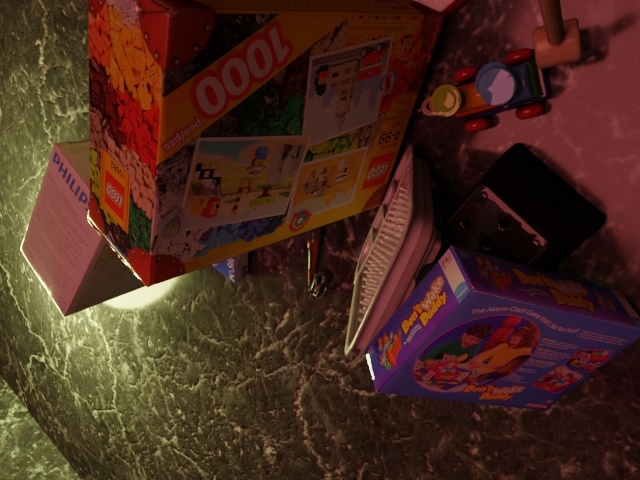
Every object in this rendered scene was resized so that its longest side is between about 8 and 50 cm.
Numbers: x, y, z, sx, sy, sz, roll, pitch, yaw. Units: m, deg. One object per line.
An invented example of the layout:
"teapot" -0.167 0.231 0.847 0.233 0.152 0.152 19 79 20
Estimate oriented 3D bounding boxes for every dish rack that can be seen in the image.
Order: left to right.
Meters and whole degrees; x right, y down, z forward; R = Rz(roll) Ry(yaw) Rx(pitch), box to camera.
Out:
"dish rack" 0.127 0.016 0.932 0.072 0.333 0.286 21 120 -2

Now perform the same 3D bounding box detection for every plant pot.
"plant pot" 0.291 -0.017 0.862 0.187 0.167 0.188 47 126 17

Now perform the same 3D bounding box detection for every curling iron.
"curling iron" 0.000 0.000 1.181 0.068 0.035 0.274 11 111 31

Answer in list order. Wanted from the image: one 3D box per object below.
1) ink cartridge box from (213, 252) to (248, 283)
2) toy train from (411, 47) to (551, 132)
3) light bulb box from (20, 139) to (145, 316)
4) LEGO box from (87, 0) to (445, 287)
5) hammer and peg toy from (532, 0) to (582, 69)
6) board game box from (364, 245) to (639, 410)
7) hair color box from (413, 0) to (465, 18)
"ink cartridge box" -0.220 0.000 1.309 0.097 0.046 0.207 34 140 25
"toy train" 0.216 -0.220 0.871 0.248 0.143 0.105 -8 98 39
"light bulb box" -0.459 -0.053 1.315 0.225 0.358 0.361 50 127 13
"LEGO box" -0.080 -0.194 0.849 0.193 0.500 0.372 39 131 30
"hammer and peg toy" 0.313 -0.408 0.664 0.127 0.266 0.361 -5 100 20
"board game box" 0.275 0.148 0.822 0.233 0.347 0.078 -57 32 34
"hair color box" 0.194 -0.404 0.897 0.141 0.043 0.072 -32 83 41
